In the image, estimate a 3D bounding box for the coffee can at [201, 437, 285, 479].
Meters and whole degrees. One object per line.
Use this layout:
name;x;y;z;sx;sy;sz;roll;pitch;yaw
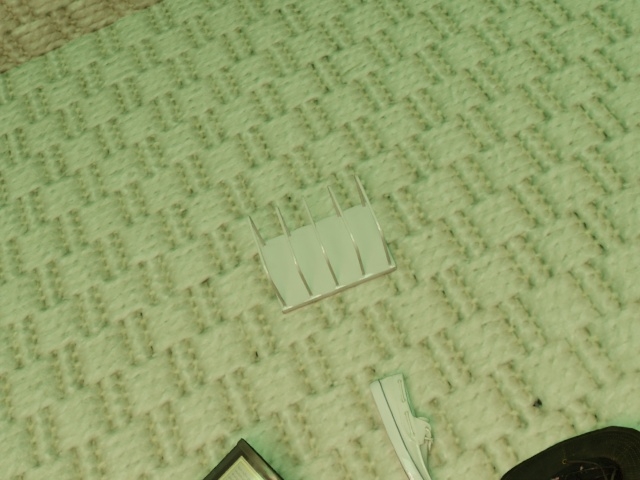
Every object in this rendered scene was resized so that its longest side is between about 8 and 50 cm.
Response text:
coffee can;-0.173;0.536;1.379;0.275;0.201;0.201;-44;60;-14

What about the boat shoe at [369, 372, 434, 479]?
boat shoe;0.177;0.373;1.458;0.084;0.095;0.258;-25;59;3

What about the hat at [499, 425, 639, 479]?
hat;0.459;0.478;1.297;0.331;0.331;0.134;-41;104;-12

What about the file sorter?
file sorter;0.000;0.000;1.673;0.277;0.173;0.193;-21;58;-1
